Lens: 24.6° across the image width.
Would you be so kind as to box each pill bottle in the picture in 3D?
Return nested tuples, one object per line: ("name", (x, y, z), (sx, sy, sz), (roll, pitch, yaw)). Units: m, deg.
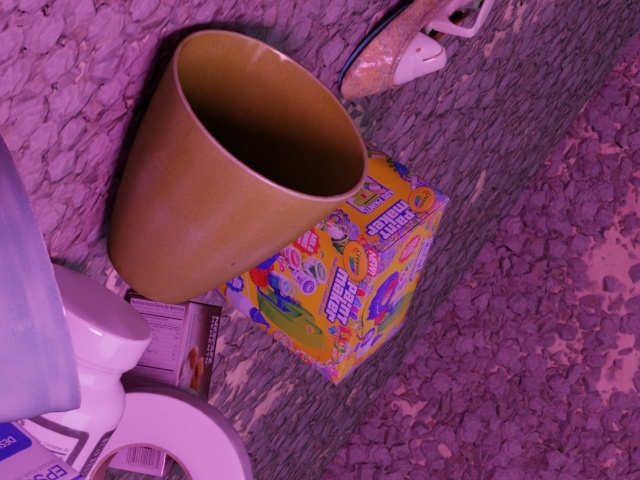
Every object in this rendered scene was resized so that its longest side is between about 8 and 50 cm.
("pill bottle", (-0.366, 0.222, 1.779), (0.363, 0.210, 0.210), (-58, 161, 10))

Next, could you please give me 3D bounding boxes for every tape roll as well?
("tape roll", (-0.234, 0.338, 1.963), (0.286, 0.286, 0.100), (-55, 177, 2))

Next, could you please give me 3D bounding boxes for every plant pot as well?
("plant pot", (-0.374, 0.055, 1.435), (0.196, 0.293, 0.293), (-17, 148, -17))
("plant pot", (-0.135, -0.061, 1.821), (0.293, 0.275, 0.275), (-49, 166, 33))

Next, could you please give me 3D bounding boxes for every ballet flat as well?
("ballet flat", (0.173, -0.328, 2.258), (0.348, 0.123, 0.123), (-48, 160, -18))

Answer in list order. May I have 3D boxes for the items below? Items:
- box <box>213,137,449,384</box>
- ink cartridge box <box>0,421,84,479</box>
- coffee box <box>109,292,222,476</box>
("box", (0.000, 0.000, 2.157), (0.177, 0.279, 0.290), (-38, 155, -40))
("ink cartridge box", (-0.443, 0.213, 1.429), (0.304, 0.307, 0.072), (-23, 146, -56))
("coffee box", (-0.224, 0.205, 2.096), (0.141, 0.098, 0.246), (23, 76, -75))
